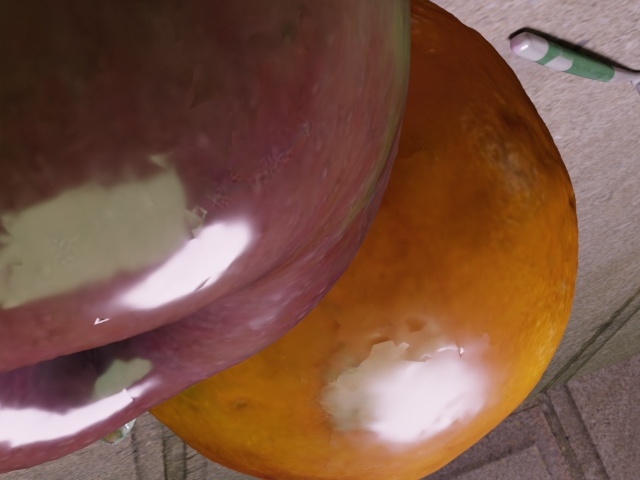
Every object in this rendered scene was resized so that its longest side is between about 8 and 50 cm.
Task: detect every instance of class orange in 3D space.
[{"bbox_3d":[0.000,0.000,0.797,0.261,0.261,0.261,-21,165,-6],"label":"orange"}]

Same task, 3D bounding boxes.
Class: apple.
[{"bbox_3d":[-0.103,-0.056,0.501,0.305,0.235,0.306,-24,164,-7],"label":"apple"}]

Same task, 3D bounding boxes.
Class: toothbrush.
[{"bbox_3d":[0.195,-0.121,1.114,0.018,0.024,0.257,-31,161,27],"label":"toothbrush"}]

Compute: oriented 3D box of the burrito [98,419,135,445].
[{"bbox_3d":[-0.129,0.067,1.146,0.229,0.089,0.144,-26,128,35],"label":"burrito"}]
